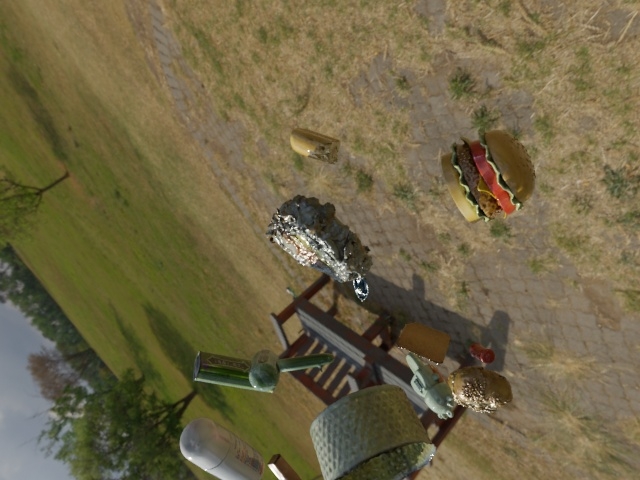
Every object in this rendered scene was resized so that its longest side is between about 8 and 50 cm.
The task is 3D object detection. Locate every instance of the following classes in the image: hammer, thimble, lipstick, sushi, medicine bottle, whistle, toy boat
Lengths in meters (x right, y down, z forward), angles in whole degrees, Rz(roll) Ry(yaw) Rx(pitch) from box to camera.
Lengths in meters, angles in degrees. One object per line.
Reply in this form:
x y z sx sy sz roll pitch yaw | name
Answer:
-0.109 0.488 1.643 0.206 0.335 0.119 -131 34 -83 | hammer
0.117 0.471 0.985 0.271 0.270 0.150 81 167 -46 | thimble
-0.113 0.790 1.421 0.045 0.045 0.145 -36 95 39 | lipstick
0.000 -0.001 1.486 0.417 0.176 0.417 30 165 9 | sushi
-0.311 0.672 1.332 0.130 0.130 0.341 21 151 43 | medicine bottle
0.358 0.471 1.383 0.105 0.102 0.253 31 -165 -39 | whistle
0.159 0.183 1.666 0.060 0.061 0.137 7 131 23 | toy boat

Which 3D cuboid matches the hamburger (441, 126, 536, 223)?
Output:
0.499 -0.195 1.222 0.212 0.274 0.275 -26 105 31 | hamburger

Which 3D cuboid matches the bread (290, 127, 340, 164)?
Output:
-0.019 -0.329 1.470 0.173 0.134 0.085 23 112 14 | bread

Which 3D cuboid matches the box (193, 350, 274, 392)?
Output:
-0.364 0.565 1.799 0.345 0.097 0.134 18 -165 -23 | box

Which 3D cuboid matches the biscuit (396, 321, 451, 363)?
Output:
0.505 0.487 2.050 0.231 0.237 0.013 20 121 19 | biscuit

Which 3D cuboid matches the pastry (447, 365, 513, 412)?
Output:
0.720 0.694 1.935 0.254 0.162 0.311 23 150 5 | pastry

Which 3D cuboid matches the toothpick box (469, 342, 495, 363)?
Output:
0.496 0.347 1.294 0.047 0.047 0.083 51 176 -3 | toothpick box
